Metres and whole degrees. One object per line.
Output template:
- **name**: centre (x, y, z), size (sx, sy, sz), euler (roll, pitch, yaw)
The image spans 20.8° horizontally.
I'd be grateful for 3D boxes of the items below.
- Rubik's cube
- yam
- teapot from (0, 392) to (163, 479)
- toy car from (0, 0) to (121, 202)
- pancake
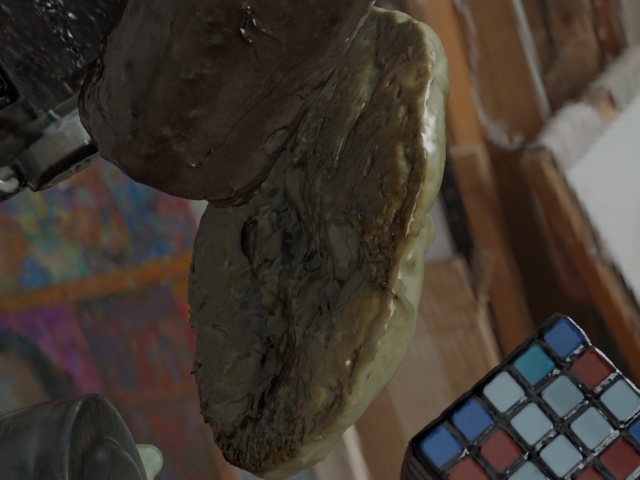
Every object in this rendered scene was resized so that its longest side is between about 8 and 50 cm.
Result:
- **Rubik's cube**: centre (0.192, 0.198, 1.487), size (0.184, 0.187, 0.182), euler (-43, -12, -10)
- **yam**: centre (-0.022, -0.144, 0.854), size (0.279, 0.131, 0.131), euler (-57, 9, 32)
- **teapot**: centre (-0.264, 0.235, 1.472), size (0.239, 0.239, 0.321), euler (-10, 37, 9)
- **toy car**: centre (-0.183, -0.128, 1.150), size (0.235, 0.172, 0.158), euler (-34, 2, -31)
- **pancake**: centre (0.000, 0.000, 1.329), size (0.082, 0.387, 0.387), euler (17, 17, -22)
